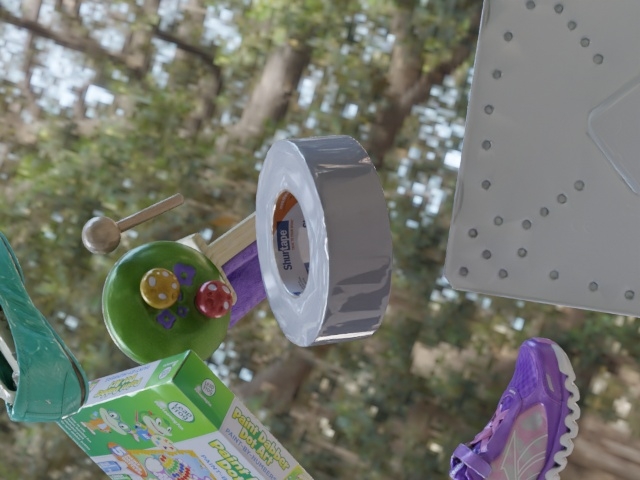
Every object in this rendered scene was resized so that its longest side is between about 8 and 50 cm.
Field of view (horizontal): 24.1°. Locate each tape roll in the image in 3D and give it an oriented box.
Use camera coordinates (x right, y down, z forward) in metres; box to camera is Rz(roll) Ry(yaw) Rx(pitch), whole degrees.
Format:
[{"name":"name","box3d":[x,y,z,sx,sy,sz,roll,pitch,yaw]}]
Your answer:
[{"name":"tape roll","box3d":[0.000,0.000,1.578,0.072,0.219,0.219,-7,-63,-21]}]

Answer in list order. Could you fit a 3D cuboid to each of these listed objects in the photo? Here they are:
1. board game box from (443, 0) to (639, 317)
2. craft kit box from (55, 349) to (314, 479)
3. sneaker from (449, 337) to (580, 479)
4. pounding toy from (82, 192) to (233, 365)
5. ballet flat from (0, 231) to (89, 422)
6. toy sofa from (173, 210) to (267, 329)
[{"name":"board game box","box3d":[0.351,-0.113,1.583,0.050,0.390,0.390,19,-100,-80]},{"name":"craft kit box","box3d":[-0.156,0.251,1.751,0.250,0.246,0.061,49,-134,-20]},{"name":"sneaker","box3d":[0.182,0.210,1.475,0.095,0.104,0.236,-141,61,-73]},{"name":"pounding toy","box3d":[-0.200,0.053,2.016,0.183,0.110,0.237,-21,-95,-30]},{"name":"ballet flat","box3d":[-0.300,0.069,1.365,0.087,0.247,0.083,-10,-42,-37]},{"name":"toy sofa","box3d":[-0.086,0.008,2.287,0.362,0.150,0.177,-37,-78,-43]}]
